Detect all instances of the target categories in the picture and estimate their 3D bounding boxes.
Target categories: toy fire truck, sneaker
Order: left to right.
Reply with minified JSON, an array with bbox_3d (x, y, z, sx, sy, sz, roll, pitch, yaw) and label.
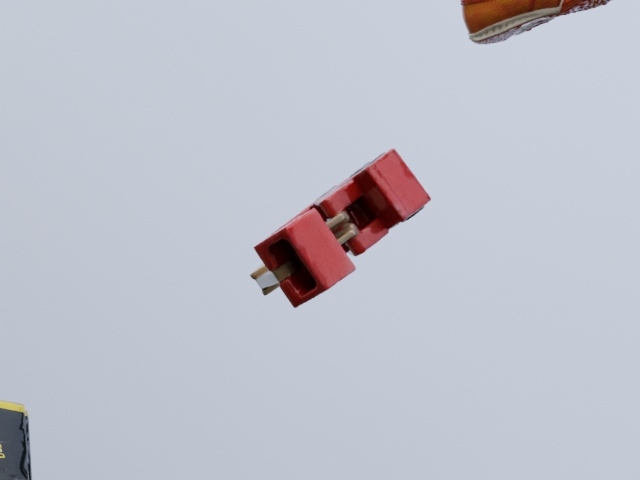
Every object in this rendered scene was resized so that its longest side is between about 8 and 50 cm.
[{"bbox_3d":[0.000,0.000,1.151,0.047,0.135,0.192,55,-25,-2],"label":"toy fire truck"},{"bbox_3d":[0.174,-0.198,1.316,0.175,0.064,0.067,-14,-90,36],"label":"sneaker"}]

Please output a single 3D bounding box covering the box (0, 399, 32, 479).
[{"bbox_3d":[-0.354,0.212,1.123,0.257,0.079,0.322,13,-50,-22],"label":"box"}]
